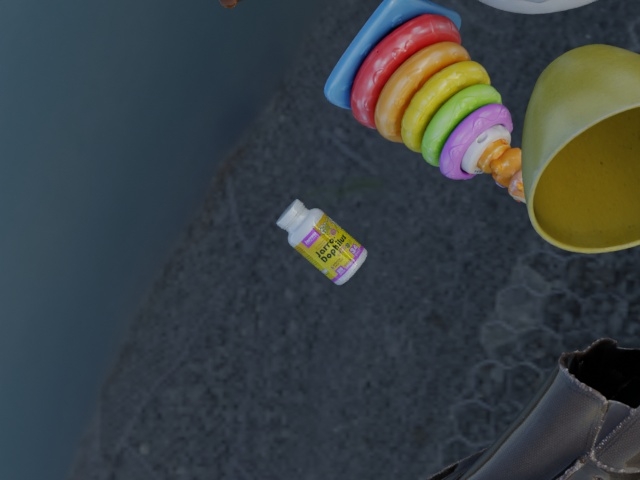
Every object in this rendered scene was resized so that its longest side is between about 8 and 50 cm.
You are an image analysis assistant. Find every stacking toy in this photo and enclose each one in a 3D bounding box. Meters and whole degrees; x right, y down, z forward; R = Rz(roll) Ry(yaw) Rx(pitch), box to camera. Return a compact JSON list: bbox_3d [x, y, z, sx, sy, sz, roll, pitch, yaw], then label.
[{"bbox_3d":[0.163,-0.137,1.505,0.302,0.175,0.166,47,114,26],"label":"stacking toy"}]

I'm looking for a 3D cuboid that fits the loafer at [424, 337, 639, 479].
[{"bbox_3d":[0.206,0.134,0.967,0.366,0.134,0.130,-32,103,22],"label":"loafer"}]

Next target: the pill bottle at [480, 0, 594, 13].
[{"bbox_3d":[0.222,-0.450,1.334,0.224,0.392,0.224,-8,49,9],"label":"pill bottle"}]

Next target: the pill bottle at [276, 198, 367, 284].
[{"bbox_3d":[0.000,0.000,1.190,0.043,0.083,0.043,-48,8,9],"label":"pill bottle"}]

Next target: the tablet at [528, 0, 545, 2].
[{"bbox_3d":[0.205,-0.232,1.175,0.083,0.054,0.006,-10,75,61],"label":"tablet"}]

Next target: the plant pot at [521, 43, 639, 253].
[{"bbox_3d":[0.185,-0.071,0.837,0.134,0.134,0.095,-49,39,33],"label":"plant pot"}]

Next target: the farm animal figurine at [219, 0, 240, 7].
[{"bbox_3d":[-0.072,-0.413,1.243,0.326,0.172,0.330,-8,121,23],"label":"farm animal figurine"}]
